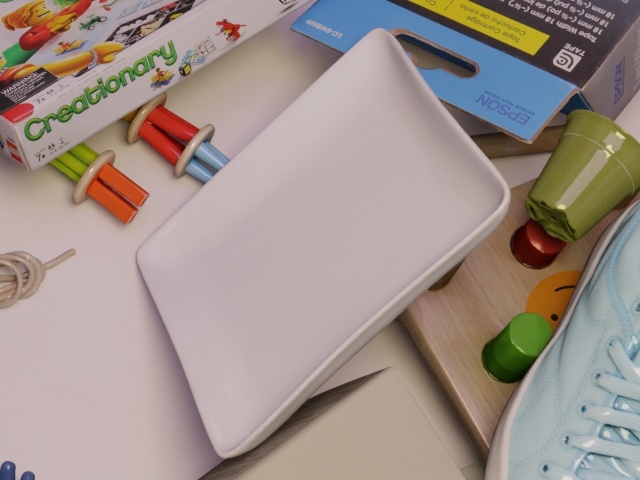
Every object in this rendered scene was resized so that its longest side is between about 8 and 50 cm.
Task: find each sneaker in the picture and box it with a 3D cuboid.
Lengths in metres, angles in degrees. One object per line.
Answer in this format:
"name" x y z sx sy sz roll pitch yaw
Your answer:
"sneaker" 0.218 0.096 1.241 0.135 0.150 0.366 23 64 -4

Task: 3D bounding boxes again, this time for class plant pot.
"plant pot" 0.198 -0.043 1.351 0.083 0.083 0.079 39 74 8

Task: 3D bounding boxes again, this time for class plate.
"plate" 0.000 0.000 1.320 0.278 0.045 0.277 -43 36 10

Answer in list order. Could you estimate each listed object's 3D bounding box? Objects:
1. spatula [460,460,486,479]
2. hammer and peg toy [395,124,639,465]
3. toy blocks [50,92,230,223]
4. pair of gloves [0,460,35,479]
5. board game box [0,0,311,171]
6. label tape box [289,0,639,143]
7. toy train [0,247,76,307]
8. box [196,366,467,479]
"spatula" 0.072 0.276 1.344 0.242 0.019 0.168 -19 72 -24
"hammer and peg toy" 0.184 0.021 1.423 0.266 0.127 0.361 -22 72 -22
"toy blocks" -0.146 -0.065 1.446 0.148 0.054 0.123 35 64 6
"pair of gloves" -0.197 0.248 1.292 0.198 0.023 0.159 9 73 9
"board game box" -0.167 -0.183 1.446 0.305 0.053 0.193 -35 42 -23
"label tape box" 0.169 -0.206 1.506 0.240 0.106 0.334 28 62 25
"toy train" -0.296 0.022 1.328 0.248 0.143 0.105 -24 73 -20
"box" -0.055 0.225 1.224 0.311 0.148 0.121 -34 92 -31
